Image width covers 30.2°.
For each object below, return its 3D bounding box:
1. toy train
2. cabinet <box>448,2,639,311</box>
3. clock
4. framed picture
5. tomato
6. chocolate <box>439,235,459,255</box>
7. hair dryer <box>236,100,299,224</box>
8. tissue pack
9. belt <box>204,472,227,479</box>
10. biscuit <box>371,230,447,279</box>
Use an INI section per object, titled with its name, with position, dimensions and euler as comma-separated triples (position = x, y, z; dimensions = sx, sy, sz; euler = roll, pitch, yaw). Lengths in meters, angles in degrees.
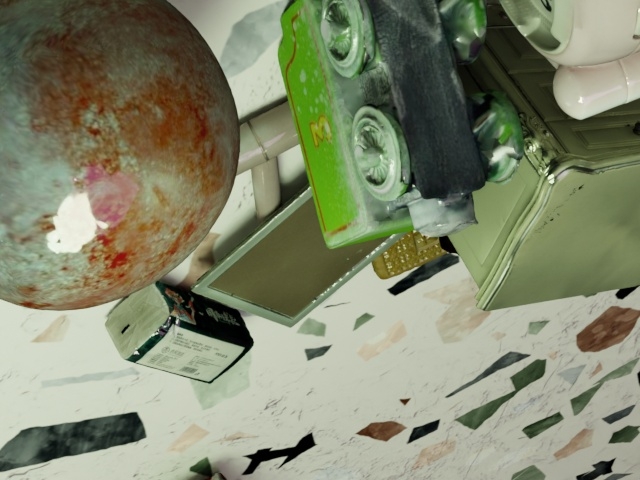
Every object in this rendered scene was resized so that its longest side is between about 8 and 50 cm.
[toy train]
position = 0.075, -0.145, 1.250
dimensions = 0.173, 0.307, 0.249
euler = -13, 175, -23
[cabinet]
position = 0.274, -0.126, 1.384
dimensions = 0.290, 0.318, 0.227
euler = -7, 140, -26
[clock]
position = 0.244, -0.321, 1.122
dimensions = 0.184, 0.342, 0.326
euler = -29, 150, -2
[framed picture]
position = 0.000, 0.000, 1.550
dimensions = 0.293, 0.018, 0.231
euler = -39, 146, 17
[tomato]
position = -0.233, -0.095, 1.092
dimensions = 0.317, 0.316, 0.282
euler = -48, 172, 24
[chocolate]
position = 0.288, -0.016, 1.602
dimensions = 0.224, 0.177, 0.206
euler = 12, 120, -52
[hair dryer]
position = -0.045, -0.077, 1.456
dimensions = 0.195, 0.053, 0.220
euler = -28, 145, -2
[tissue pack]
position = -0.186, 0.123, 1.572
dimensions = 0.103, 0.090, 0.170
euler = -42, 143, 19
[belt]
position = -0.158, 0.503, 1.933
dimensions = 0.115, 0.227, 0.324
euler = -29, 144, -6
[biscuit]
position = 0.135, -0.047, 1.629
dimensions = 0.172, 0.029, 0.254
euler = -25, 143, -3
